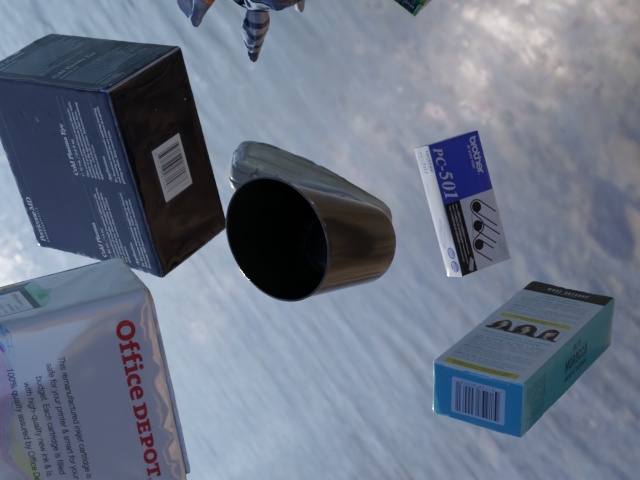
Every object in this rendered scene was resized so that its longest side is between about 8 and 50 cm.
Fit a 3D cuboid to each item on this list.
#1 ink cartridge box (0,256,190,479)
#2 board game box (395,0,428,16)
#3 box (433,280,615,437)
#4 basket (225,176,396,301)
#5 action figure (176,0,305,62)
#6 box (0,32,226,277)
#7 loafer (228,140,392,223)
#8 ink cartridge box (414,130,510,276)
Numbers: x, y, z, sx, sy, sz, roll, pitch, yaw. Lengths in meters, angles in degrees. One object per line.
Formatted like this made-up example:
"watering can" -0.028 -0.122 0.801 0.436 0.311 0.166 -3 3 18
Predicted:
"ink cartridge box" -0.278 0.152 1.084 0.117 0.278 0.201 -142 40 -64
"board game box" 0.143 -0.432 1.830 0.136 0.260 0.030 37 129 3
"box" 0.216 0.117 1.257 0.100 0.244 0.060 12 114 31
"basket" 0.000 0.000 1.794 0.204 0.154 0.227 46 -157 26
"action figure" -0.032 -0.362 1.684 0.330 0.341 0.179 173 99 -77
"box" -0.359 -0.148 2.011 0.312 0.179 0.343 12 127 35
"loafer" -0.013 -0.100 2.214 0.319 0.111 0.112 24 130 -13
"ink cartridge box" 0.219 -0.057 1.855 0.046 0.097 0.207 -3 104 62
